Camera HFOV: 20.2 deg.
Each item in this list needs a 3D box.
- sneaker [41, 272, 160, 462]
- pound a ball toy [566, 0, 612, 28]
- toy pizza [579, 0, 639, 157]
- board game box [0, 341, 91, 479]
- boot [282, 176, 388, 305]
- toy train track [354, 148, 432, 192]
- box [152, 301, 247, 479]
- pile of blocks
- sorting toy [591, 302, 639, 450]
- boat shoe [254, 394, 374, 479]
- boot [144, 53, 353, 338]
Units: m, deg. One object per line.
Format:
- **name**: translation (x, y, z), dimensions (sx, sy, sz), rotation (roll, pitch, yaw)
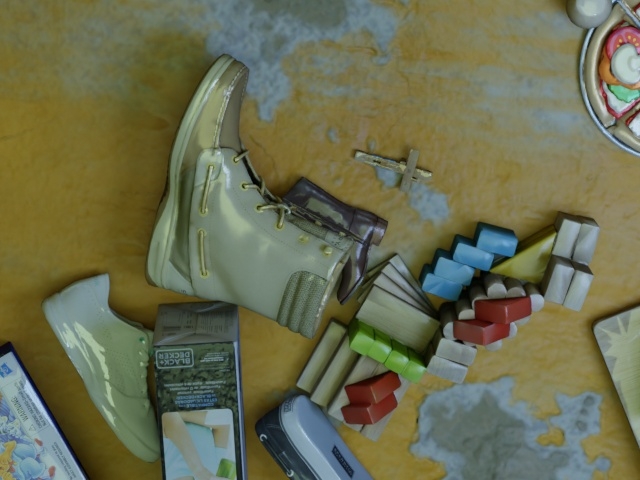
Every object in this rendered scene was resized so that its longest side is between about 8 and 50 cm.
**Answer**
- **sneaker**: translation (-0.208, 0.135, 1.914), dimensions (0.094, 0.080, 0.212), rotation (-30, 101, -5)
- **pound a ball toy**: translation (0.296, -0.384, 1.751), dimensions (0.208, 0.136, 0.319), rotation (-21, 100, 5)
- **toy pizza**: translation (0.370, -0.177, 1.857), dimensions (0.201, 0.032, 0.201), rotation (0, 104, 0)
- **board game box**: translation (-0.347, 0.318, 1.920), dimensions (0.233, 0.078, 0.347), rotation (-30, 100, -7)
- **boot**: translation (0.000, 0.000, 1.896), dimensions (0.114, 0.037, 0.106), rotation (25, 89, -9)
- **toy train track**: translation (0.077, -0.080, 1.891), dimensions (0.083, 0.014, 0.048), rotation (16, 110, 2)
- **box**: translation (-0.122, 0.223, 1.885), dimensions (0.087, 0.169, 0.290), rotation (-3, 102, -2)
- **pile of blocks**: translation (0.133, 0.076, 1.877), dimensions (0.362, 0.112, 0.149), rotation (-36, 101, 7)
- **sorting toy**: translation (0.453, 0.163, 1.887), dimensions (0.257, 0.089, 0.255), rotation (-22, 92, 5)
- **boat shoe**: translation (0.006, 0.275, 1.947), dimensions (0.076, 0.080, 0.228), rotation (-27, 106, 26)
- **boot**: translation (-0.057, -0.043, 1.832), dimensions (0.203, 0.095, 0.262), rotation (20, 108, 12)
